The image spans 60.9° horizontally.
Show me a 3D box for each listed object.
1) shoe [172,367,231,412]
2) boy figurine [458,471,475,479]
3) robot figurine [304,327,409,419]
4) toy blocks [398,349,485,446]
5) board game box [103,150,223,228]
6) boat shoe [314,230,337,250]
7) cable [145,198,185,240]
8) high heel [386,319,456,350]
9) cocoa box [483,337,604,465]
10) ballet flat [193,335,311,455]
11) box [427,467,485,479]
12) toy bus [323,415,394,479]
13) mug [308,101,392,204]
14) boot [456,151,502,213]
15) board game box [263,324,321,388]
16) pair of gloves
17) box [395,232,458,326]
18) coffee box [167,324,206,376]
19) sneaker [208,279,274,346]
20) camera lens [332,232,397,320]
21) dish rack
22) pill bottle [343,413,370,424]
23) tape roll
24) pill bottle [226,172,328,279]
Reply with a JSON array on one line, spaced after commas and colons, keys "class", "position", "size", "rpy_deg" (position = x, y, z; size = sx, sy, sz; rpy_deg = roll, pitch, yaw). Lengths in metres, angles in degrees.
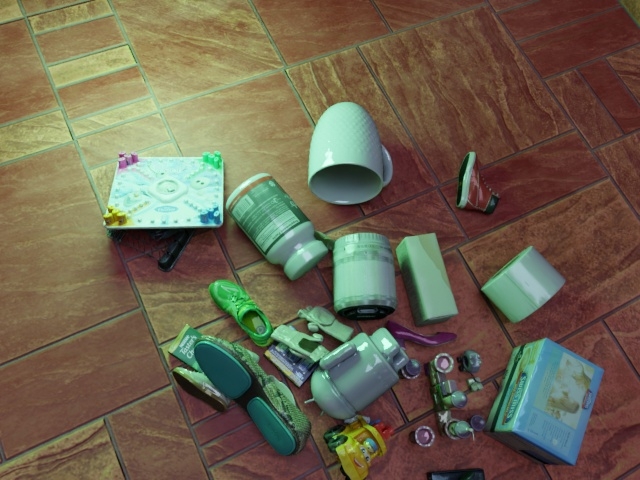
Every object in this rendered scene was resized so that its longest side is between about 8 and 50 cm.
[{"class": "shoe", "position": [-0.390, 0.483, 1.797], "size": [0.219, 0.076, 0.058], "rpy_deg": [35, 42, 1]}, {"class": "boy figurine", "position": [0.518, 0.878, 1.699], "size": [0.177, 0.092, 0.285], "rpy_deg": [-30, 75, -22]}, {"class": "robot figurine", "position": [0.114, 0.443, 1.782], "size": [0.353, 0.200, 0.300], "rpy_deg": [-38, 123, -1]}, {"class": "toy blocks", "position": [0.439, 0.509, 1.798], "size": [0.309, 0.260, 0.288], "rpy_deg": [-6, 70, -10]}, {"class": "board game box", "position": [-0.547, -0.193, 1.949], "size": [0.390, 0.050, 0.389], "rpy_deg": [-2, 45, -8]}, {"class": "boat shoe", "position": [0.001, -0.002, 2.049], "size": [0.153, 0.048, 0.056], "rpy_deg": [19, 91, 6]}, {"class": "cable", "position": [-0.543, -0.083, 1.924], "size": [0.184, 0.047, 0.150], "rpy_deg": [-39, 68, -25]}, {"class": "high heel", "position": [0.361, 0.325, 1.954], "size": [0.244, 0.082, 0.117], "rpy_deg": [-10, 81, 2]}, {"class": "cocoa box", "position": [0.752, 0.546, 1.846], "size": [0.232, 0.228, 0.347], "rpy_deg": [29, 68, 3]}, {"class": "ballet flat", "position": [-0.210, 0.477, 1.774], "size": [0.483, 0.164, 0.182], "rpy_deg": [47, 28, 3]}, {"class": "box", "position": [0.453, 0.870, 1.771], "size": [0.184, 0.059, 0.232], "rpy_deg": [0, 70, -8]}, {"class": "toy bus", "position": [0.137, 0.640, 1.708], "size": [0.212, 0.220, 0.149], "rpy_deg": [-26, 89, -7]}, {"class": "mug", "position": [0.134, -0.331, 2.092], "size": [0.374, 0.276, 0.327], "rpy_deg": [21, 56, -32]}, {"class": "boot", "position": [0.653, -0.231, 2.205], "size": [0.176, 0.088, 0.244], "rpy_deg": [11, 76, -4]}, {"class": "board game box", "position": [-0.089, 0.399, 1.878], "size": [0.170, 0.048, 0.141], "rpy_deg": [41, 71, 8]}, {"class": "pair of gloves", "position": [-0.022, 0.308, 1.853], "size": [0.204, 0.042, 0.240], "rpy_deg": [30, 38, 25]}, {"class": "box", "position": [0.383, 0.145, 1.991], "size": [0.121, 0.148, 0.310], "rpy_deg": [-9, 72, -12]}, {"class": "coffee box", "position": [-0.410, 0.379, 1.842], "size": [0.184, 0.040, 0.113], "rpy_deg": [33, 69, 5]}, {"class": "sneaker", "position": [-0.262, 0.234, 1.872], "size": [0.295, 0.123, 0.109], "rpy_deg": [42, 69, 12]}, {"class": "camera lens", "position": [0.153, 0.135, 1.920], "size": [0.220, 0.219, 0.274], "rpy_deg": [1, 69, -8]}, {"class": "dish rack", "position": [-0.613, -0.036, 1.957], "size": [0.272, 0.074, 0.208], "rpy_deg": [26, 67, 4]}, {"class": "pill bottle", "position": [0.122, 0.606, 1.832], "size": [0.083, 0.043, 0.043], "rpy_deg": [14, 68, -2]}, {"class": "tape roll", "position": [0.733, 0.159, 1.982], "size": [0.246, 0.246, 0.169], "rpy_deg": [-37, 78, -19]}, {"class": "pill bottle", "position": [-0.152, -0.046, 1.950], "size": [0.210, 0.210, 0.363], "rpy_deg": [-37, 79, -19]}]
